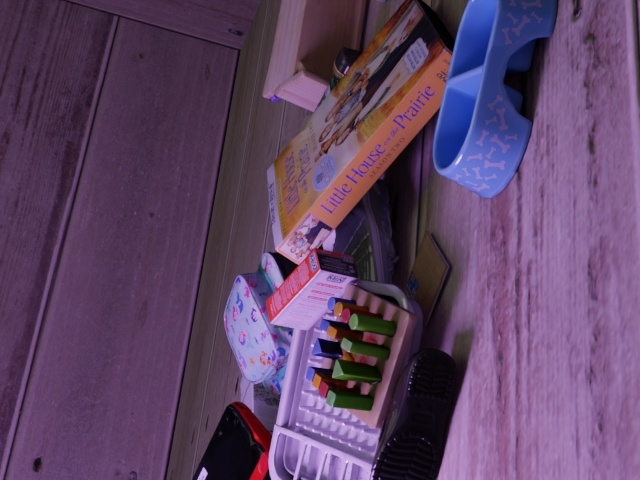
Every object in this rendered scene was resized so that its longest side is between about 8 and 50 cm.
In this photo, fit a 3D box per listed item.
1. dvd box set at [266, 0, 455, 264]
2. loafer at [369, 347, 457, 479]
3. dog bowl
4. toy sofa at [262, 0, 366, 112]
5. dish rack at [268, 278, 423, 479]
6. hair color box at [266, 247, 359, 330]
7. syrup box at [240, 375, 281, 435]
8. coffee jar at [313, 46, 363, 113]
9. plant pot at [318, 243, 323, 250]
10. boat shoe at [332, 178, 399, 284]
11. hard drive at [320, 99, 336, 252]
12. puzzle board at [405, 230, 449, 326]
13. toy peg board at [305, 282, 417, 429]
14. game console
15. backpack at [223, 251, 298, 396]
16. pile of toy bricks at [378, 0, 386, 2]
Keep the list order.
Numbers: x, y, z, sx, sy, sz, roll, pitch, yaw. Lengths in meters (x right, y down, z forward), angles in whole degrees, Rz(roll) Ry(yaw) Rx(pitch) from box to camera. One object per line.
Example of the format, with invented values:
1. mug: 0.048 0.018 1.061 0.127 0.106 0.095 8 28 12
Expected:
1. dvd box set: 0.062 -0.192 1.649 0.420 0.062 0.308 -49 23 20
2. loafer: 0.120 0.240 1.275 0.078 0.080 0.220 -112 42 -83
3. dog bowl: 0.219 -0.207 1.290 0.166 0.074 0.297 -176 99 -76
4. toy sofa: 0.001 -0.458 2.189 0.177 0.150 0.363 -21 55 54
5. dish rack: 0.044 0.224 1.443 0.285 0.072 0.333 5 84 58
6. hair color box: -0.013 0.073 1.457 0.141 0.072 0.043 -47 43 37
7. syrup box: -0.108 0.345 2.038 0.237 0.093 0.096 -97 25 -55
8. coffee jar: 0.054 -0.298 2.004 0.079 0.096 0.184 -97 25 -49
9. plant pot: 0.000 0.000 1.994 0.083 0.083 0.079 122 169 -53
10. boat shoe: 0.082 -0.006 1.637 0.118 0.103 0.320 -54 29 33
11. hard drive: 0.024 -0.094 1.901 0.203 0.040 0.308 84 -175 -47
12. puzzle board: 0.154 0.054 1.433 0.128 0.011 0.097 -107 32 -66
13. toy peg board: 0.034 0.149 1.348 0.160 0.079 0.161 24 99 57
14. game console: -0.139 0.527 1.712 0.342 0.060 0.387 44 114 47
15. backpack: -0.066 0.163 1.825 0.225 0.191 0.254 64 154 26
16. pile of toy bricks: 0.117 -0.550 1.976 0.212 0.105 0.118 -172 96 -76
